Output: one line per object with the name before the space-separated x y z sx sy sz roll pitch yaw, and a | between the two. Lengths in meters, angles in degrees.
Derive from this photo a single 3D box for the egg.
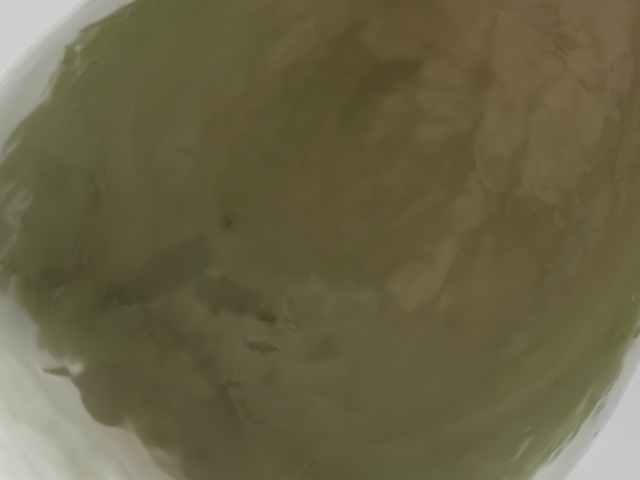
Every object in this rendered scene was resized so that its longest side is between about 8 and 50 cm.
egg | 0.000 0.000 0.671 0.283 0.283 0.345 44 -93 3
